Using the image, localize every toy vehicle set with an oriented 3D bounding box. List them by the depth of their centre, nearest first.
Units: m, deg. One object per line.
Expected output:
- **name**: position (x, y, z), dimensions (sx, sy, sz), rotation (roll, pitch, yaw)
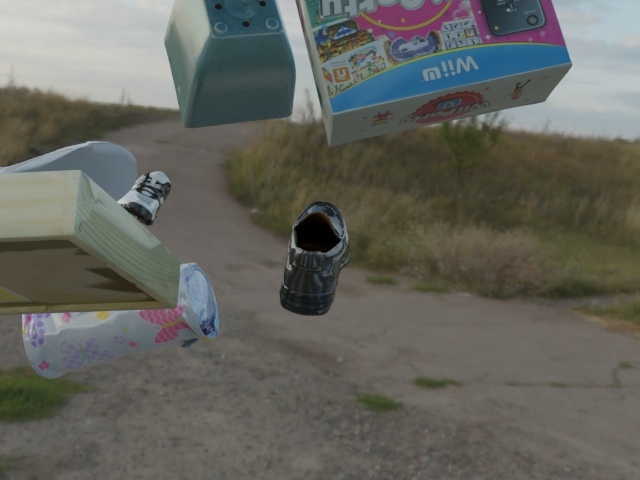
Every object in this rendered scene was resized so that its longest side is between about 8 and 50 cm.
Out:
- **toy vehicle set**: position (-0.238, 0.011, 0.497), dimensions (0.266, 0.035, 0.166), rotation (-2, -18, 7)

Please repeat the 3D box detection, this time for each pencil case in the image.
- **pencil case**: position (-0.283, 0.116, 1.171), dimensions (0.273, 0.124, 0.114), rotation (-13, 49, 6)

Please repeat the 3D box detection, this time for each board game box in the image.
- **board game box**: position (0.082, -0.263, 0.780), dimensions (0.223, 0.304, 0.097), rotation (-13, -11, -4)

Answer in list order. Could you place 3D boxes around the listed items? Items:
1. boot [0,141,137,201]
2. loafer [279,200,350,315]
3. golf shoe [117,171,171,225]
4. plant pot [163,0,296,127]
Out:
- **boot**: position (-0.377, -0.080, 1.085), dimensions (0.123, 0.095, 0.258), rotation (11, 20, 36)
- **loafer**: position (0.000, 0.000, 0.759), dimensions (0.062, 0.061, 0.170), rotation (7, 29, -1)
- **golf shoe**: position (-0.303, -0.080, 1.410), dimensions (0.077, 0.094, 0.198), rotation (28, 1, -12)
- **plant pot**: position (-0.181, -0.417, 1.714), dimensions (0.247, 0.247, 0.252), rotation (-9, -21, -17)
